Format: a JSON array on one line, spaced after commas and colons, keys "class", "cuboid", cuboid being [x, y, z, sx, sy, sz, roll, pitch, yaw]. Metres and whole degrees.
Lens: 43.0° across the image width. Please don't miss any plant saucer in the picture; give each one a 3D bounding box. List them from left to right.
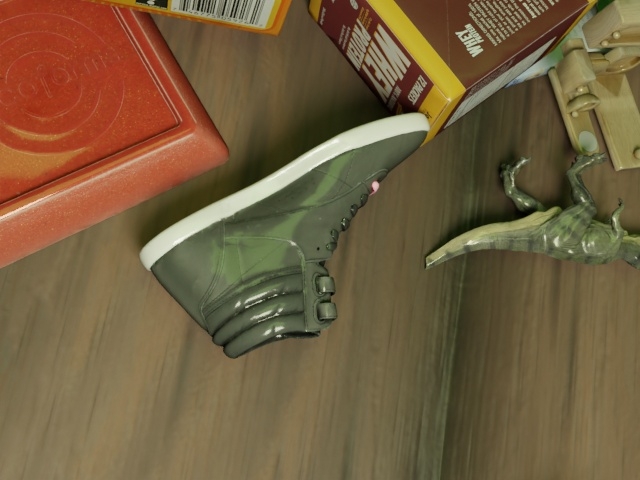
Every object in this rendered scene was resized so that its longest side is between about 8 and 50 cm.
[{"class": "plant saucer", "cuboid": [-0.252, -0.139, 0.746, 0.259, 0.048, 0.259, -28, 82, -20]}]

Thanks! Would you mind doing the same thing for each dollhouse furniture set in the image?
[{"class": "dollhouse furniture set", "cuboid": [0.320, -0.152, 0.825, 0.144, 0.151, 0.123, -9, 77, -24]}]

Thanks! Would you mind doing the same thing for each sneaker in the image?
[{"class": "sneaker", "cuboid": [0.000, 0.000, 0.743, 0.296, 0.104, 0.146, -31, 85, -14]}]

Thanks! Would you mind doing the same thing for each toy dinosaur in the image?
[{"class": "toy dinosaur", "cuboid": [0.238, -0.027, 0.830, 0.268, 0.064, 0.118, 1, 81, -10]}]

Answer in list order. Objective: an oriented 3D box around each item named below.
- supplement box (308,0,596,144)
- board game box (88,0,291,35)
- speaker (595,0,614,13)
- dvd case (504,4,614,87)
[{"class": "supplement box", "cuboid": [0.125, -0.237, 0.808, 0.194, 0.129, 0.191, -36, 84, -12]}, {"class": "board game box", "cuboid": [-0.156, -0.427, 0.630, 0.357, 0.356, 0.356, 8, 76, -12]}, {"class": "speaker", "cuboid": [0.370, -0.368, 0.901, 0.131, 0.131, 0.296, 10, 72, -11]}, {"class": "dvd case", "cuboid": [0.271, -0.288, 0.931, 0.253, 0.022, 0.180, -21, 80, -18]}]
